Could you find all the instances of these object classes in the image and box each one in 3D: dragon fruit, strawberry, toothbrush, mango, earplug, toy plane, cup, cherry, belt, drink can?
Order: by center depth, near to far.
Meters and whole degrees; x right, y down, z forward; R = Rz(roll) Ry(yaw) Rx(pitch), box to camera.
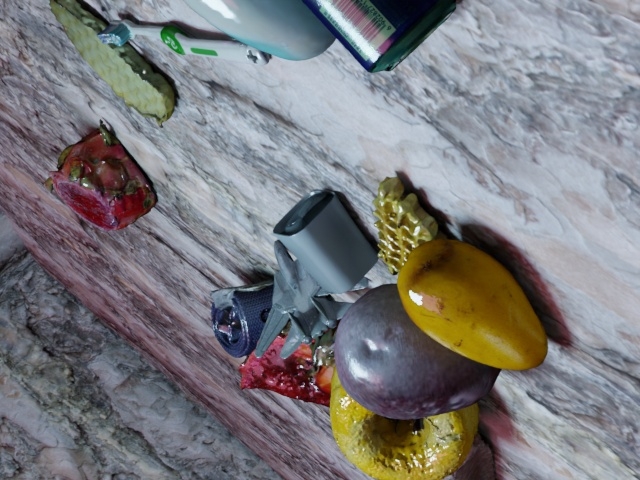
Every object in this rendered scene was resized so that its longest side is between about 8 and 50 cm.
[{"bbox_3d":[0.026,-0.259,1.101,0.205,0.118,0.118,48,162,-2],"label":"drink can"},{"bbox_3d":[-0.103,-0.316,1.224,0.324,0.185,0.185,41,163,-10],"label":"earplug"},{"bbox_3d":[0.190,0.087,1.463,0.219,0.112,0.145,41,148,-14],"label":"mango"},{"bbox_3d":[0.119,0.151,1.620,0.265,0.184,0.213,4,-172,16],"label":"cherry"},{"bbox_3d":[-0.196,-0.282,1.678,0.418,0.040,0.042,17,144,48],"label":"toothbrush"},{"bbox_3d":[0.000,0.000,1.731,0.129,0.095,0.128,52,161,-21],"label":"cup"},{"bbox_3d":[0.098,0.197,1.922,0.236,0.111,0.190,36,137,-23],"label":"strawberry"},{"bbox_3d":[-0.034,0.080,1.940,0.088,0.212,0.267,54,-176,-28],"label":"toy plane"},{"bbox_3d":[-0.006,0.185,2.108,0.262,0.134,0.212,12,133,17],"label":"dragon fruit"},{"bbox_3d":[-0.123,0.142,2.258,0.230,0.126,0.140,158,98,-70],"label":"belt"},{"bbox_3d":[-0.450,-0.116,2.396,0.211,0.147,0.282,39,162,22],"label":"dragon fruit"}]

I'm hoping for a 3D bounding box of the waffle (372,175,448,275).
[{"bbox_3d":[0.106,-0.007,1.562,0.161,0.046,0.192,47,162,-9],"label":"waffle"}]

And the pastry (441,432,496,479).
[{"bbox_3d":[0.239,0.391,2.017,0.112,0.103,0.265,39,159,41],"label":"pastry"}]

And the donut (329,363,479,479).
[{"bbox_3d":[0.126,0.263,1.824,0.253,0.118,0.254,6,122,10],"label":"donut"}]

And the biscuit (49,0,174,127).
[{"bbox_3d":[-0.334,-0.286,1.960,0.273,0.036,0.187,42,161,10],"label":"biscuit"}]
